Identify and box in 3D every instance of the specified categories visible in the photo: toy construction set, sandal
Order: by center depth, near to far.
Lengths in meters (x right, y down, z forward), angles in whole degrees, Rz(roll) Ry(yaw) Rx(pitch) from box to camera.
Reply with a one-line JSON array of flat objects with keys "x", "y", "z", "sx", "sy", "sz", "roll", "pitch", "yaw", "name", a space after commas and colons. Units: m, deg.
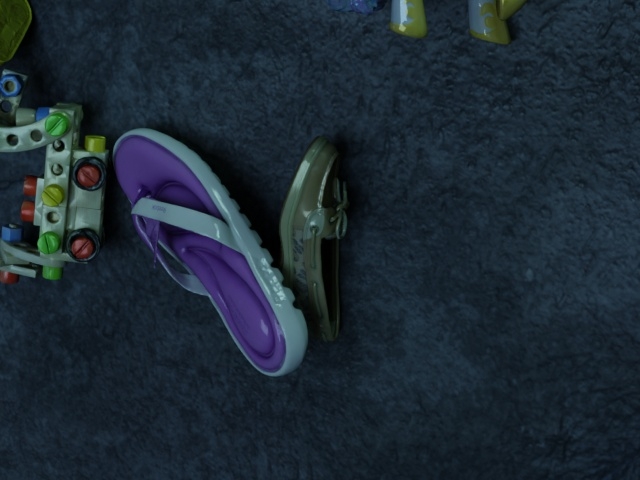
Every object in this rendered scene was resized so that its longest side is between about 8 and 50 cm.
[{"x": -0.166, "y": 0.008, "z": 1.883, "sx": 0.416, "sy": 0.102, "sz": 0.169, "roll": 48, "pitch": 137, "yaw": 24, "name": "sandal"}, {"x": -0.400, "y": -0.070, "z": 2.009, "sx": 0.215, "sy": 0.151, "sz": 0.327, "roll": 7, "pitch": 119, "yaw": -1, "name": "toy construction set"}]

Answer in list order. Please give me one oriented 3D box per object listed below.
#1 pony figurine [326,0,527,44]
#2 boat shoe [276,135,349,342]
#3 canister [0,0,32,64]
[{"x": 0.120, "y": -0.416, "z": 1.600, "sx": 0.351, "sy": 0.303, "sz": 0.363, "roll": 10, "pitch": 110, "yaw": -10, "name": "pony figurine"}, {"x": 0.000, "y": 0.000, "z": 1.863, "sx": 0.089, "sy": 0.104, "sz": 0.285, "roll": 17, "pitch": 124, "yaw": 14, "name": "boat shoe"}, {"x": -0.497, "y": -0.279, "z": 2.011, "sx": 0.170, "sy": 0.126, "sz": 0.073, "roll": -15, "pitch": 132, "yaw": 33, "name": "canister"}]
